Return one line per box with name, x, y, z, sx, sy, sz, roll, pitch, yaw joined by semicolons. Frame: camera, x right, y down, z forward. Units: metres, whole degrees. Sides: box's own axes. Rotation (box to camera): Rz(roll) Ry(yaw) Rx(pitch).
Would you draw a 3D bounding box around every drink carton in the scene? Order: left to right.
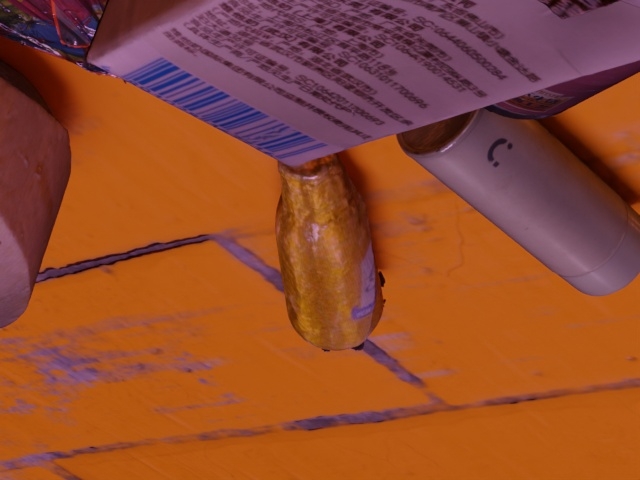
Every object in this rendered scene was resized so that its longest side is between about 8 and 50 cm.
drink carton;0.042;-0.160;0.661;0.132;0.194;0.325;24;162;-25

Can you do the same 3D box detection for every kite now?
kite;-0.182;-0.154;1.004;0.241;0.014;0.183;-1;148;24

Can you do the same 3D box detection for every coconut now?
coconut;-0.279;-0.020;1.061;0.202;0.222;0.202;11;148;7

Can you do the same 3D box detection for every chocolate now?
chocolate;0.000;0.000;1.150;0.086;0.085;0.219;5;149;12

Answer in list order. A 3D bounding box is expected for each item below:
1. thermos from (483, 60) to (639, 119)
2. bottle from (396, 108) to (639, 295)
thermos;0.177;-0.155;0.719;0.109;0.136;0.330;56;157;-4
bottle;0.139;-0.037;1.036;0.072;0.072;0.201;-16;141;40
